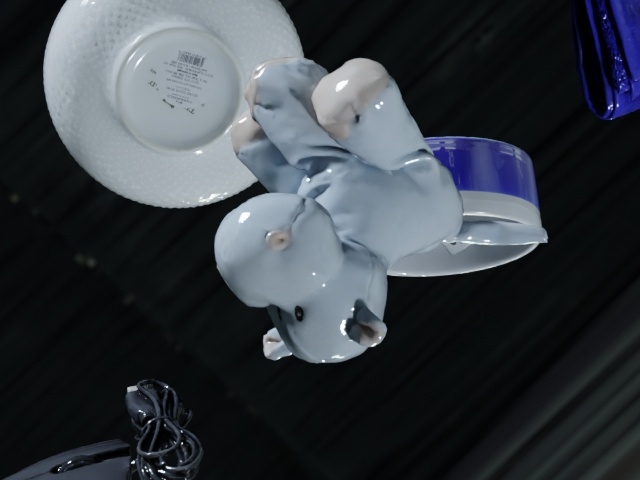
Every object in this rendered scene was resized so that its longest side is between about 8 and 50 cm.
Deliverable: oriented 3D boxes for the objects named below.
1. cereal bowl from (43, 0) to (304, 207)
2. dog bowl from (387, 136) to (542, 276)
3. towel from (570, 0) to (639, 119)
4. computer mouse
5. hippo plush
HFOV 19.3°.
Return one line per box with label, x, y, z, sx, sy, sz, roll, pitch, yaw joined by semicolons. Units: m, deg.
cereal bowl;-0.182;-0.198;2.370;0.339;0.339;0.141;48;-175;-13
dog bowl;0.149;-0.040;2.417;0.265;0.265;0.104;53;-148;-68
towel;0.343;-0.258;1.740;0.076;0.308;0.227;0;107;49
computer mouse;-0.229;0.217;1.582;0.072;0.272;0.188;51;-179;-20
hippo plush;0.000;0.000;1.730;0.234;0.236;0.294;-7;135;50
